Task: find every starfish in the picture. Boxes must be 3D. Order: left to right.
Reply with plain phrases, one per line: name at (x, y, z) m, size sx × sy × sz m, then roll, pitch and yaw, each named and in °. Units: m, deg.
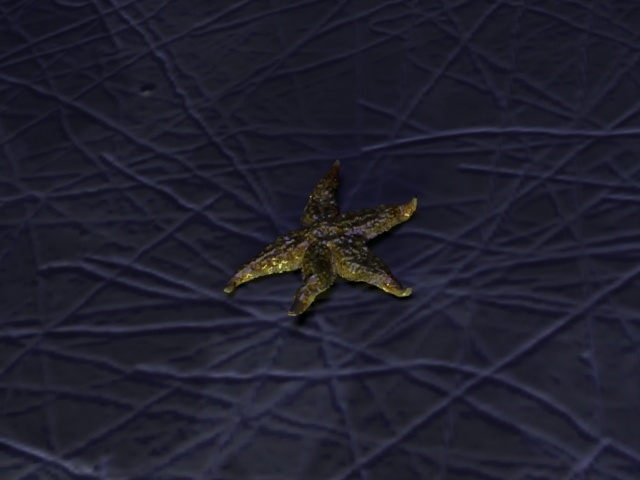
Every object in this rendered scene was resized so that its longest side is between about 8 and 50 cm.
starfish at (0.000, 0.000, 0.626) m, size 0.092 × 0.016 × 0.086 m, roll -20°, pitch 43°, yaw 0°
